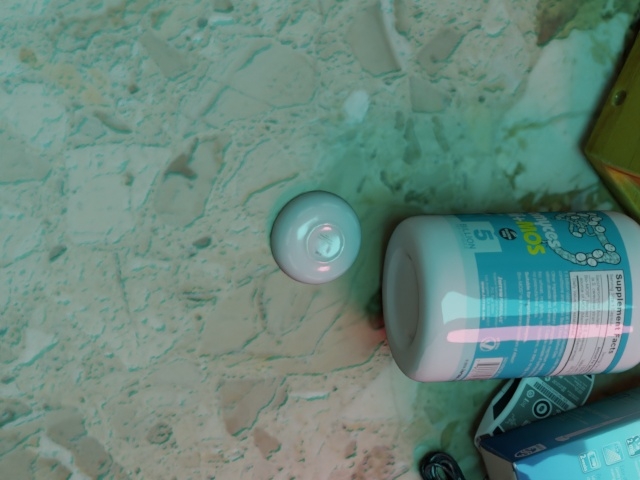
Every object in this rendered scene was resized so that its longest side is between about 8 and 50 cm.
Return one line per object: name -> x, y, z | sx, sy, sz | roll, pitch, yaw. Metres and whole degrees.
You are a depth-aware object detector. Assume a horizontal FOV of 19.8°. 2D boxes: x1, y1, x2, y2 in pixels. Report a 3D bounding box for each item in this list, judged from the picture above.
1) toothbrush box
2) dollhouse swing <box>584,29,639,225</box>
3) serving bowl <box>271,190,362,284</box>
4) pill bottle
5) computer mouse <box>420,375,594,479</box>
toothbrush box -> 0.319, 0.241, 1.642 | 0.296, 0.126, 0.216 | -19, 96, -7
dollhouse swing -> 0.469, -0.058, 1.599 | 0.305, 0.347, 0.315 | 24, 92, -32
serving bowl -> 0.000, 0.000, 1.601 | 0.083, 0.027, 0.083 | -4, 103, -19
pill bottle -> 0.196, 0.047, 1.611 | 0.264, 0.146, 0.146 | -1, 102, -16
computer mouse -> 0.180, 0.176, 1.699 | 0.106, 0.042, 0.193 | 38, 92, -18
